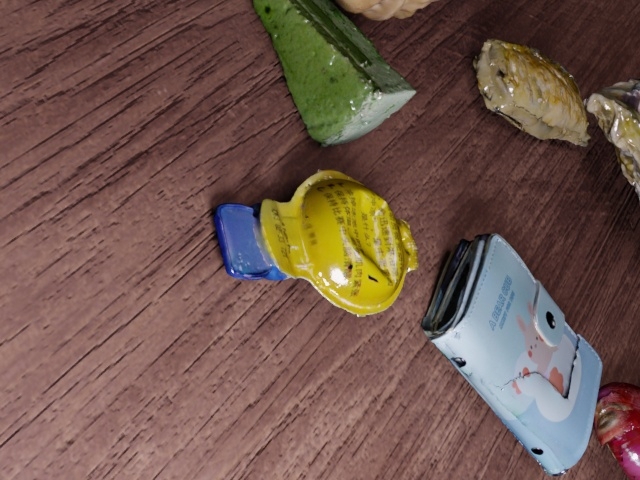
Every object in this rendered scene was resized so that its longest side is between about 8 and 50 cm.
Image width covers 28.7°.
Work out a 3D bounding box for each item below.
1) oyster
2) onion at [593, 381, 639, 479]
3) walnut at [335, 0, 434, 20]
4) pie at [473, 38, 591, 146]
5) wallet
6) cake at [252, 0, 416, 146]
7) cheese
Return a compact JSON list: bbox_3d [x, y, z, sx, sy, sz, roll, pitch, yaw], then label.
[{"bbox_3d":[0.508,-0.105,1.910,0.351,0.115,0.238,49,36,-30],"label":"oyster"},{"bbox_3d":[0.426,0.232,1.583,0.150,0.140,0.150,40,26,-24],"label":"onion"},{"bbox_3d":[0.064,-0.348,1.394,0.198,0.198,0.245,28,19,-42],"label":"walnut"},{"bbox_3d":[0.307,-0.204,1.749,0.282,0.068,0.128,11,62,-55],"label":"pie"},{"bbox_3d":[0.225,0.127,1.439,0.250,0.075,0.176,48,45,-24],"label":"wallet"},{"bbox_3d":[0.005,-0.226,1.330,0.100,0.099,0.235,-22,87,-57],"label":"cake"},{"bbox_3d":[0.000,0.000,1.220,0.250,0.064,0.156,3,66,-42],"label":"cheese"}]
